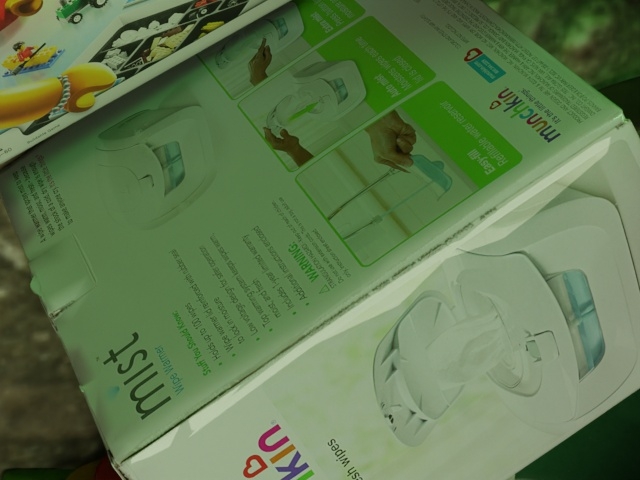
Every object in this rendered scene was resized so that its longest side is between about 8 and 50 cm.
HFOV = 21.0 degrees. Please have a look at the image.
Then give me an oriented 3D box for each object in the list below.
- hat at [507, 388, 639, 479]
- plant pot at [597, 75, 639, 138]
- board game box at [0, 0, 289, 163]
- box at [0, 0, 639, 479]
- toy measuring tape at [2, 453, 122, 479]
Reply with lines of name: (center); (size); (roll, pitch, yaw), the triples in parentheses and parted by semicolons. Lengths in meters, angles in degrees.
hat: (0.190, 0.159, 0.771); (0.184, 0.208, 0.173); (24, 102, -40)
plant pot: (0.217, 0.072, 0.899); (0.263, 0.229, 0.263); (-10, 119, -18)
board game box: (-0.090, -0.154, 0.729); (0.305, 0.053, 0.193); (-30, 142, -4)
box: (0.000, 0.000, 0.755); (0.231, 0.262, 0.126); (-36, 123, -2)
toy measuring tape: (-0.031, 0.168, 0.919); (0.330, 0.121, 0.121); (3, 115, -23)
